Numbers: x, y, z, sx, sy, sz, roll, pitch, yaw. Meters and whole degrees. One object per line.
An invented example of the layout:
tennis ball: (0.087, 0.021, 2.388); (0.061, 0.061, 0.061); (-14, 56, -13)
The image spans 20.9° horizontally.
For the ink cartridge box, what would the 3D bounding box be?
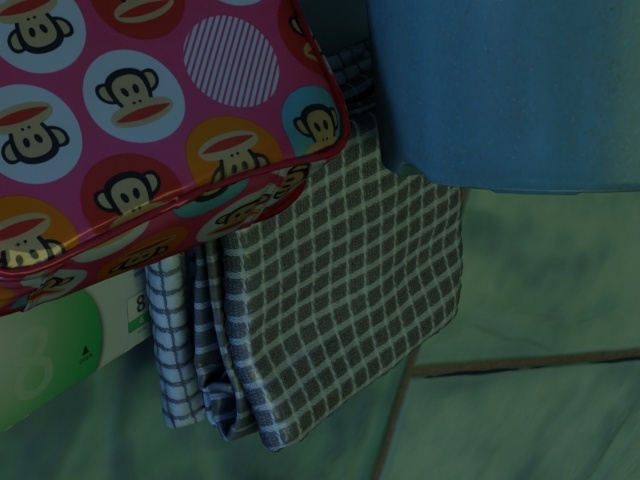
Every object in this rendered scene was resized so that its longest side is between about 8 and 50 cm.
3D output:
ink cartridge box: (-0.183, -0.005, 1.184); (0.181, 0.056, 0.225); (-33, 135, -44)

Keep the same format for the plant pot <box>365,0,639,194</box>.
plant pot: (0.162, -0.212, 1.142); (0.341, 0.341, 0.334); (-10, 104, -39)

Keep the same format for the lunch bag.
lunch bag: (-0.152, -0.109, 1.069); (0.293, 0.258, 0.120); (-21, 169, -30)

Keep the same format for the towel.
towel: (0.000, 0.000, 1.297); (0.283, 0.121, 0.235); (-34, 133, -41)
